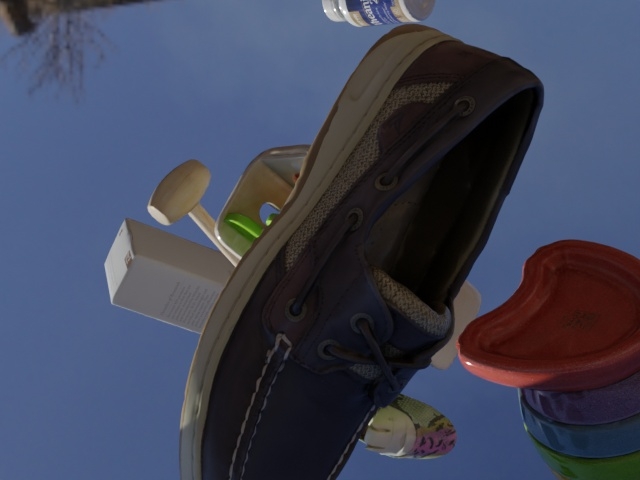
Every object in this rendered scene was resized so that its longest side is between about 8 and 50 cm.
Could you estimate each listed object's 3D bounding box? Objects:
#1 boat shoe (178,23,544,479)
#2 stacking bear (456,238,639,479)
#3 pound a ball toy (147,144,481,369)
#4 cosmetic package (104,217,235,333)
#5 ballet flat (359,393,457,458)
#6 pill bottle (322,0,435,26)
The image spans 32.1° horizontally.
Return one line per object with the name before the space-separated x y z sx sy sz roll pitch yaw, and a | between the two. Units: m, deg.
boat shoe | 0.023 0.027 0.557 0.092 0.285 0.103 21 172 46
stacking bear | 0.261 0.170 1.001 0.164 0.289 0.175 12 -135 45
pound a ball toy | 0.000 0.000 1.203 0.319 0.136 0.208 39 159 -29
cosmetic package | -0.169 0.063 1.503 0.231 0.086 0.117 20 -161 -24
ballet flat | 0.045 0.199 1.272 0.221 0.077 0.079 24 -165 16
pill bottle | 0.063 -0.273 1.237 0.120 0.067 0.067 3 -160 39
